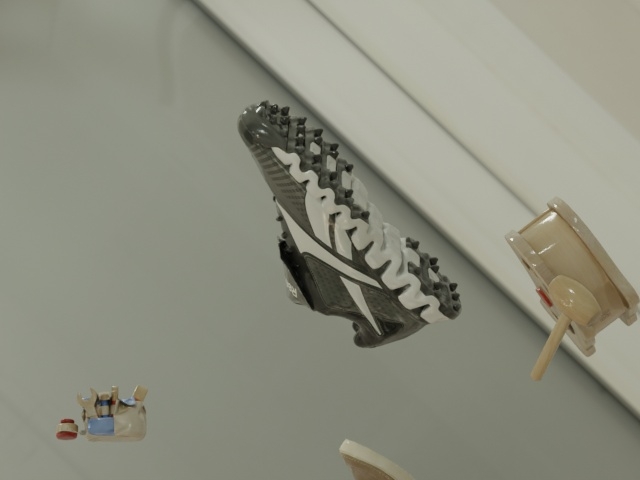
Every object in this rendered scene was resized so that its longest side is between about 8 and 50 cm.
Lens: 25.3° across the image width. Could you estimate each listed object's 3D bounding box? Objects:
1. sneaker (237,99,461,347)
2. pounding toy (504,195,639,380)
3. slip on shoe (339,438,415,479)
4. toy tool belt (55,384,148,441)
[{"bbox_3d":[0.000,0.000,1.086,0.106,0.234,0.078,-35,23,19],"label":"sneaker"},{"bbox_3d":[0.263,0.060,1.645,0.155,0.154,0.269,-37,-18,1],"label":"pounding toy"},{"bbox_3d":[0.052,0.204,1.116,0.051,0.135,0.041,18,66,43],"label":"slip on shoe"},{"bbox_3d":[-0.199,0.156,1.300,0.052,0.083,0.051,123,147,-65],"label":"toy tool belt"}]
